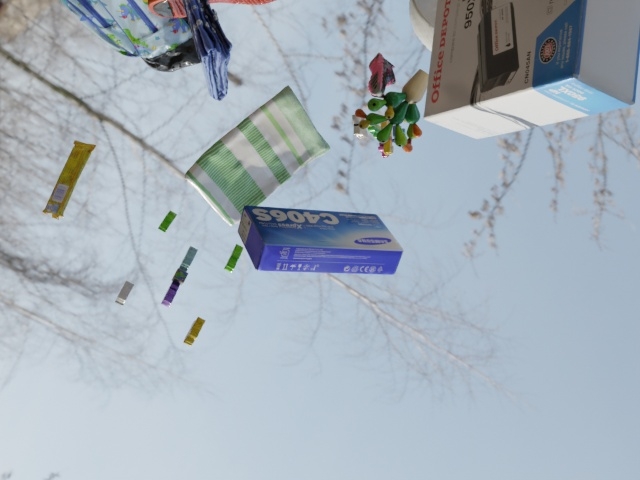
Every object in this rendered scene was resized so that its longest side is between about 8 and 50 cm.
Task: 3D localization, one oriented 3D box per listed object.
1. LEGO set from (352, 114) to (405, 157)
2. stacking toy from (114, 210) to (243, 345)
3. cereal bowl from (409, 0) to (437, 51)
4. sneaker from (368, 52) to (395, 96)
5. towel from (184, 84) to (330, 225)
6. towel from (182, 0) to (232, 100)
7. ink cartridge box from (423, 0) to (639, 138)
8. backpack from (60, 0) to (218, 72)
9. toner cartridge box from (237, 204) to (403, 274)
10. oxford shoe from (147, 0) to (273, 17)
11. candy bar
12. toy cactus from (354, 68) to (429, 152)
[{"bbox_3d":[0.170,-0.270,2.087,0.087,0.227,0.093,-4,-99,28],"label":"LEGO set"},{"bbox_3d":[-0.269,0.068,1.486,0.221,0.167,0.052,-65,-170,-25],"label":"stacking toy"},{"bbox_3d":[0.376,-0.542,1.906,0.141,0.338,0.339,105,-2,-57],"label":"cereal bowl"},{"bbox_3d":[0.127,-0.320,1.525,0.047,0.057,0.119,-41,-150,39],"label":"sneaker"},{"bbox_3d":[-0.150,-0.194,1.874,0.324,0.248,0.038,-38,-129,1],"label":"towel"},{"bbox_3d":[-0.179,-0.371,1.040,0.040,0.336,0.243,-16,179,-7],"label":"towel"},{"bbox_3d":[0.390,-0.373,1.462,0.395,0.166,0.286,-5,-106,58],"label":"ink cartridge box"},{"bbox_3d":[-0.355,-0.491,1.314,0.273,0.355,0.290,-13,-121,7],"label":"backpack"},{"bbox_3d":[0.000,0.000,1.775,0.165,0.347,0.075,-121,-139,-49],"label":"toner cartridge box"},{"bbox_3d":[-0.141,-0.422,1.200,0.271,0.097,0.098,-6,-100,7],"label":"oxford shoe"},{"bbox_3d":[-0.444,-0.109,1.366,0.018,0.040,0.162,108,-2,-64],"label":"candy bar"},{"bbox_3d":[0.177,-0.296,1.714,0.180,0.219,0.112,-55,-134,8],"label":"toy cactus"}]
